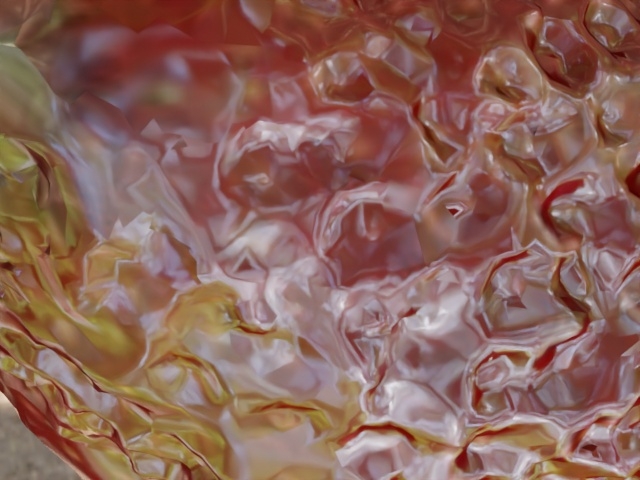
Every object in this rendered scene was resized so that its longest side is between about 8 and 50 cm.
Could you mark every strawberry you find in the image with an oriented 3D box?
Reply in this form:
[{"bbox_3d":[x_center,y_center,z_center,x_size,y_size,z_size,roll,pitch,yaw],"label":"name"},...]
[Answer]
[{"bbox_3d":[0.005,0.009,0.564,0.310,0.292,0.291,-31,150,-49],"label":"strawberry"}]
